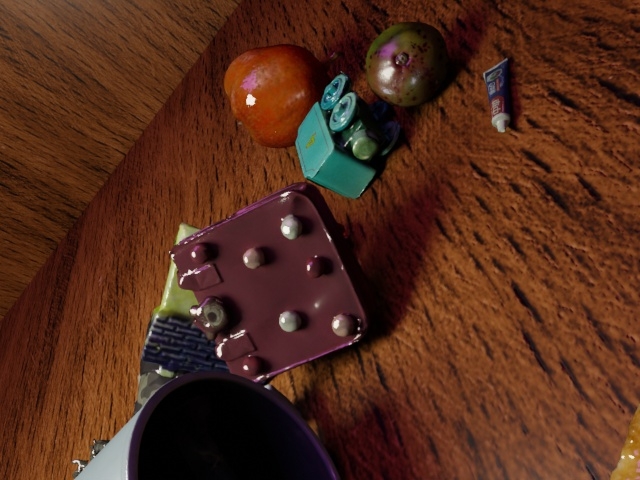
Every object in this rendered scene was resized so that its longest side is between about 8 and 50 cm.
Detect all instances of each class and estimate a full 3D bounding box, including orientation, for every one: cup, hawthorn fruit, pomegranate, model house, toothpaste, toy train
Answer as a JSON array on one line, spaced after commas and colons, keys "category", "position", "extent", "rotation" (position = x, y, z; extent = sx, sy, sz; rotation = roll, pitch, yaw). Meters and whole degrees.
[{"category": "cup", "position": [-0.166, 0.306, 0.702], "extent": [0.311, 0.257, 0.331], "rotation": [-44, 33, 25]}, {"category": "hawthorn fruit", "position": [-0.056, -0.279, 1.203], "extent": [0.225, 0.196, 0.196], "rotation": [-30, 36, 15]}, {"category": "pomegranate", "position": [0.130, -0.252, 0.955], "extent": [0.130, 0.130, 0.130], "rotation": [-38, 34, 32]}, {"category": "model house", "position": [-0.138, 0.101, 0.942], "extent": [0.170, 0.194, 0.211], "rotation": [175, 111, -75]}, {"category": "toothpaste", "position": [0.224, -0.182, 0.825], "extent": [0.037, 0.021, 0.140], "rotation": [-28, 37, 35]}, {"category": "toy train", "position": [0.036, -0.161, 1.014], "extent": [0.154, 0.107, 0.198], "rotation": [-53, 28, 24]}]

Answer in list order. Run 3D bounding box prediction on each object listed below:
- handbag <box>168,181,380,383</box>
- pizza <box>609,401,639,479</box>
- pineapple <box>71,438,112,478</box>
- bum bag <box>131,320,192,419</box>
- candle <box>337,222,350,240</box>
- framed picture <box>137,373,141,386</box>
[{"category": "handbag", "position": [-0.061, 0.056, 0.801], "extent": [0.216, 0.203, 0.074], "rotation": [-25, 3, 14]}, {"category": "pizza", "position": [0.284, 0.120, 0.392], "extent": [0.271, 0.056, 0.134], "rotation": [-46, 32, 22]}, {"category": "pineapple", "position": [-0.360, 0.420, 1.037], "extent": [0.158, 0.158, 0.279], "rotation": [-33, 24, 38]}, {"category": "bum bag", "position": [-0.246, 0.183, 1.081], "extent": [0.144, 0.095, 0.340], "rotation": [-50, 25, 44]}, {"category": "candle", "position": [0.000, 0.000, 0.961], "extent": [0.130, 0.052, 0.052], "rotation": [-6, 56, 55]}, {"category": "framed picture", "position": [-0.227, 0.241, 1.109], "extent": [0.240, 0.020, 0.324], "rotation": [-51, 29, 10]}]
